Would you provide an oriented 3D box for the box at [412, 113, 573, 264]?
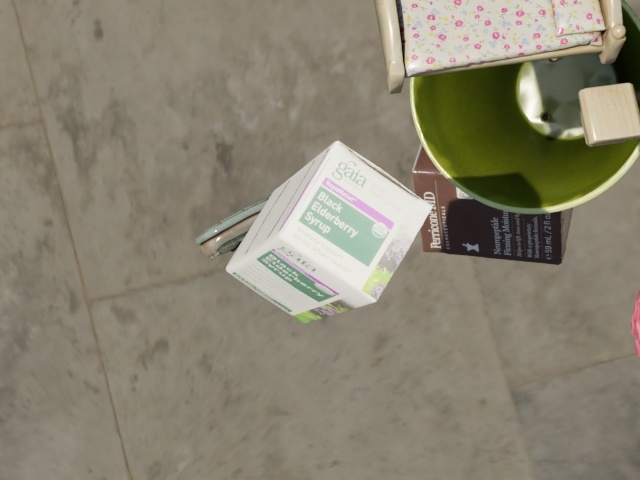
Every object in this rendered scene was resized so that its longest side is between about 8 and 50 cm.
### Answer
[{"bbox_3d":[0.251,-0.087,1.865,0.203,0.168,0.167,5,48,17],"label":"box"}]

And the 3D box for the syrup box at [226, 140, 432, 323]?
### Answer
[{"bbox_3d":[0.000,0.000,1.124,0.093,0.237,0.096,33,77,-8],"label":"syrup box"}]

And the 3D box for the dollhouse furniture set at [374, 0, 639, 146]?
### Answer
[{"bbox_3d":[0.086,-0.244,1.053,0.303,0.174,0.355,-9,75,-4],"label":"dollhouse furniture set"}]

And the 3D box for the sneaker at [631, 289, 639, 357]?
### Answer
[{"bbox_3d":[0.363,0.101,0.935,0.299,0.121,0.112,26,58,14],"label":"sneaker"}]

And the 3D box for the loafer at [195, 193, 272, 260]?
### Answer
[{"bbox_3d":[-0.036,-0.028,1.737,0.268,0.096,0.084,-28,92,-29],"label":"loafer"}]

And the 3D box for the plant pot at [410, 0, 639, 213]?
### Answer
[{"bbox_3d":[0.278,-0.179,1.590,0.275,0.293,0.274,2,96,19],"label":"plant pot"}]
